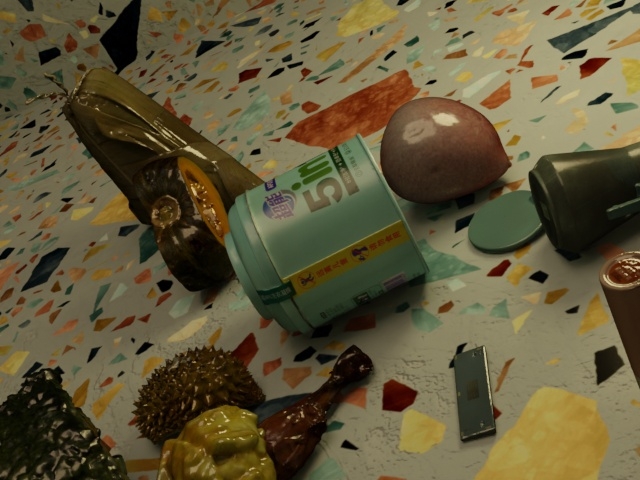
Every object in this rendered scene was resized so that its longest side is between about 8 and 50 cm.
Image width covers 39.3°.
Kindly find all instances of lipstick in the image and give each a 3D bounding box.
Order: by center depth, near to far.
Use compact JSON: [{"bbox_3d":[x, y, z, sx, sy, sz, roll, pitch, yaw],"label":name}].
[{"bbox_3d":[0.417,0.130,1.123,0.070,0.254,0.070,-21,32,14],"label":"lipstick"}]

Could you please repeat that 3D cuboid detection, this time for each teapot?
[{"bbox_3d":[0.476,-0.083,1.474,0.225,0.171,0.203,-20,19,5],"label":"teapot"}]

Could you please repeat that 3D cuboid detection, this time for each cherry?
[{"bbox_3d":[0.241,-0.186,1.776,0.239,0.206,0.239,-25,19,9],"label":"cherry"}]

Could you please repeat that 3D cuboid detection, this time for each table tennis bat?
[{"bbox_3d":[0.380,-0.061,1.645,0.244,0.040,0.153,-34,32,0],"label":"table tennis bat"}]

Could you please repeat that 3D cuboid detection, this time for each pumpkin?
[{"bbox_3d":[-0.283,-0.040,1.972,0.139,0.222,0.317,-35,64,9],"label":"pumpkin"}]

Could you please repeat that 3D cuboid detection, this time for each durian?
[{"bbox_3d":[-0.241,0.263,1.604,0.249,0.138,0.183,-28,39,14],"label":"durian"}]

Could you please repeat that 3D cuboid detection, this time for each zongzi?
[{"bbox_3d":[-0.358,-0.260,2.092,0.466,0.500,0.218,-5,45,35],"label":"zongzi"}]

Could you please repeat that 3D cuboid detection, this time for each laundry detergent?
[{"bbox_3d":[0.000,0.000,1.628,0.305,0.287,0.287,-27,31,4],"label":"laundry detergent"}]

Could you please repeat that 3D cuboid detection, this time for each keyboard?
[{"bbox_3d":[0.234,0.230,1.363,0.055,0.014,0.176,-20,32,17],"label":"keyboard"}]

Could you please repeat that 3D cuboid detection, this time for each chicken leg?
[{"bbox_3d":[-0.020,0.275,1.449,0.113,0.093,0.304,-9,31,50],"label":"chicken leg"}]

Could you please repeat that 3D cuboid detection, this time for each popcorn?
[{"bbox_3d":[-0.158,0.356,1.273,0.192,0.233,0.266,-3,-8,-26],"label":"popcorn"}]

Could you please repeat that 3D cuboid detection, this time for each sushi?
[{"bbox_3d":[-0.383,0.387,1.377,0.178,0.294,0.352,-36,33,-16],"label":"sushi"}]
